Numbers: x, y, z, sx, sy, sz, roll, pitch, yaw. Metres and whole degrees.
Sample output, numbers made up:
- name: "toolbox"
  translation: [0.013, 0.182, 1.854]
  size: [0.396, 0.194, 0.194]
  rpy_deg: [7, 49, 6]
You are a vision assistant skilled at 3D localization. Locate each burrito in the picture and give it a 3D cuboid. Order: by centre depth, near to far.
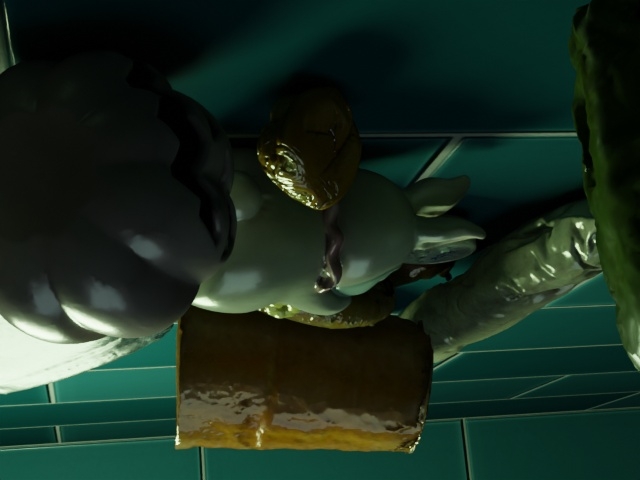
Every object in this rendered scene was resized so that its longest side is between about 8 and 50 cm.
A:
- name: "burrito"
  translation: [0.184, 0.048, 1.161]
  size: [0.117, 0.076, 0.392]
  rpy_deg: [-10, 162, -35]

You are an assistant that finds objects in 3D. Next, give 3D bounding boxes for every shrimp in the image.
- name: "shrimp"
  translation: [-0.054, 0.031, 1.051]
  size: [0.262, 0.066, 0.117]
  rpy_deg: [15, -158, -22]

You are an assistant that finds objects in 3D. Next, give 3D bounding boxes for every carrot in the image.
- name: "carrot"
  translation: [-0.025, 0.124, 1.167]
  size: [0.254, 0.196, 0.196]
  rpy_deg: [5, 164, -5]

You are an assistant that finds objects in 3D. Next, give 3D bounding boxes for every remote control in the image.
- name: "remote control"
  translation: [0.049, -0.008, 1.046]
  size: [0.221, 0.042, 0.078]
  rpy_deg: [6, 162, -33]

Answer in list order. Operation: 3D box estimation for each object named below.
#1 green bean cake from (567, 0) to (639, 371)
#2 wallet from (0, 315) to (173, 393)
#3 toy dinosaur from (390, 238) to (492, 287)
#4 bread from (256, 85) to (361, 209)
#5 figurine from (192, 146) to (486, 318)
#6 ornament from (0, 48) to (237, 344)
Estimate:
- name: "green bean cake"
  translation: [0.265, -0.048, 0.578]
  size: [0.250, 0.247, 0.156]
  rpy_deg: [-18, 161, 41]
- name: "wallet"
  translation: [-0.310, 0.019, 0.870]
  size: [0.237, 0.075, 0.342]
  rpy_deg: [-23, 141, 33]
- name: "toy dinosaur"
  translation: [0.085, 0.026, 1.182]
  size: [0.162, 0.039, 0.126]
  rpy_deg: [-1, 160, -40]
- name: "bread"
  translation: [-0.006, -0.063, 0.762]
  size: [0.046, 0.083, 0.081]
  rpy_deg: [10, -150, 35]
- name: "figurine"
  translation: [0.000, 0.000, 0.898]
  size: [0.235, 0.127, 0.155]
  rpy_deg: [2, 140, -29]
- name: "ornament"
  translation: [-0.134, -0.023, 0.689]
  size: [0.177, 0.177, 0.177]
  rpy_deg: [-5, 165, -1]
